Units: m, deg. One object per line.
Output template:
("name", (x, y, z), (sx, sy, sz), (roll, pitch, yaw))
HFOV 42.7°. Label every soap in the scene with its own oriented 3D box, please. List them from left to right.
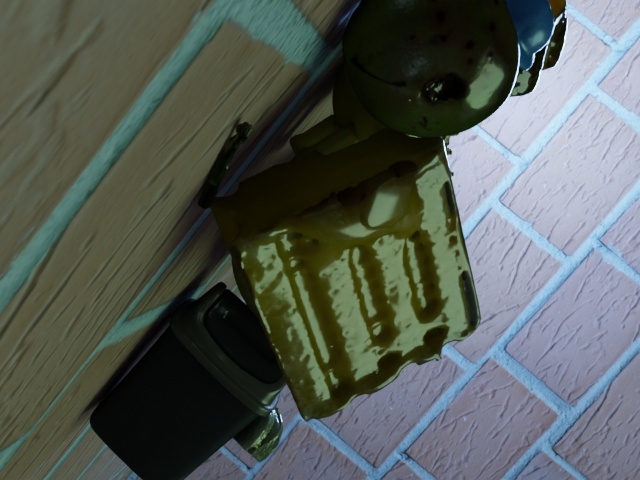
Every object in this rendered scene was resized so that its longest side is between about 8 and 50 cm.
("soap", (0.040, 0.035, 0.937), (0.259, 0.281, 0.143), (-25, -147, -11))

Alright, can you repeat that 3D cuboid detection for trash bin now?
("trash bin", (-0.189, 0.222, 1.254), (0.290, 0.209, 0.182), (-45, -174, 9))

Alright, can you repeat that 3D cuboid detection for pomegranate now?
("pomegranate", (0.114, -0.198, 0.849), (0.179, 0.179, 0.210), (-51, -176, 19))

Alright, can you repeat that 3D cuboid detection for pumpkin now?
("pumpkin", (0.311, -0.367, 1.466), (0.317, 0.222, 0.139), (-48, 149, -48))

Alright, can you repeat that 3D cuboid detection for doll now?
("doll", (0.122, -0.203, 1.001), (0.363, 0.145, 0.199), (-34, -150, -1))

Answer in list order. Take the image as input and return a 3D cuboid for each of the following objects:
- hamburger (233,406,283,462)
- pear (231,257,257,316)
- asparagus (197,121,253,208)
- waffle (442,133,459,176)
("hamburger", (-0.100, 0.296, 1.313), (0.084, 0.054, 0.121), (-49, -162, -13))
("pear", (-0.003, 0.032, 1.187), (0.253, 0.253, 0.307), (-49, 173, -16))
("asparagus", (-0.094, -0.072, 0.795), (0.127, 0.018, 0.015), (127, -31, -47))
("waffle", (0.186, -0.179, 1.579), (0.051, 0.291, 0.291), (-3, 146, -36))
